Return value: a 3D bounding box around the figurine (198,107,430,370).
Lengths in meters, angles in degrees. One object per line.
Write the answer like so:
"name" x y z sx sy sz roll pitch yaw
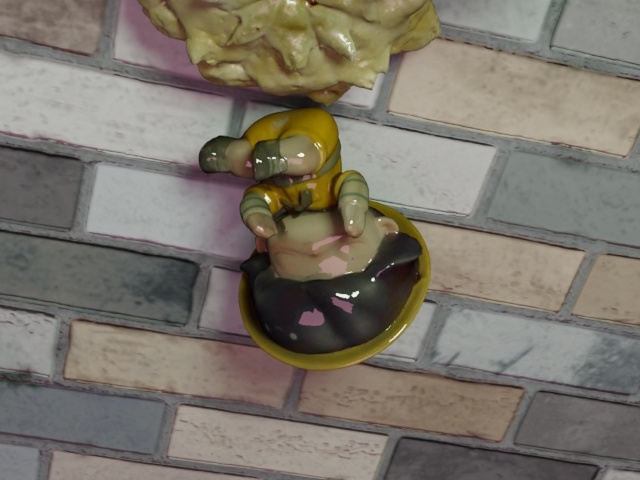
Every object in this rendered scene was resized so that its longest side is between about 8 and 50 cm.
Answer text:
"figurine" 0.002 -0.002 1.113 0.192 0.167 0.257 2 119 28

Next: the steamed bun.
"steamed bun" -0.015 -0.229 0.978 0.292 0.137 0.295 -9 122 0
